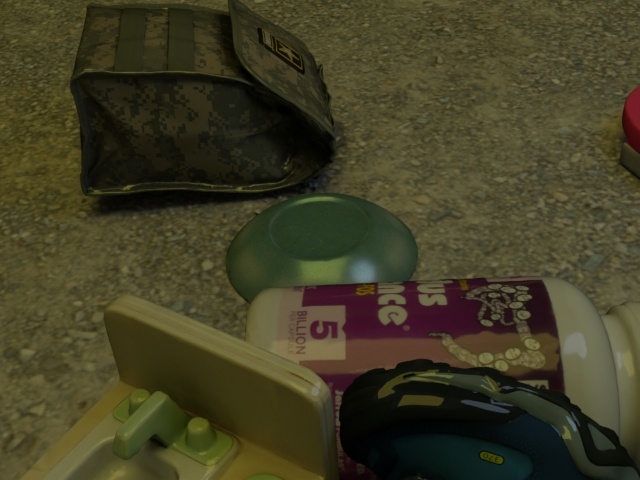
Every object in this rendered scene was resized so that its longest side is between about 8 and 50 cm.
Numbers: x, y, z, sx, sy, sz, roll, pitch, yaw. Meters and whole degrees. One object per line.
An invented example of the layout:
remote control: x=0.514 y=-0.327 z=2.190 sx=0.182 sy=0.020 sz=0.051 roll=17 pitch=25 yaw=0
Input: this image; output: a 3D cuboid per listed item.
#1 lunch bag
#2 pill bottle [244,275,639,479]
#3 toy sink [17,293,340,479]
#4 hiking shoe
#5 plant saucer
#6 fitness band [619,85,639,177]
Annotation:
lunch bag: x=-0.126 y=-0.170 z=1.016 sx=0.287 sy=0.169 sz=0.235 roll=-1 pitch=34 yaw=-8
pill bottle: x=0.104 y=0.109 z=0.628 sx=0.301 sy=0.169 sz=0.169 roll=-2 pitch=38 yaw=2
toy sink: x=-0.083 y=0.174 z=0.511 sx=0.152 sy=0.234 sz=0.131 roll=19 pitch=43 yaw=26
hiking shoe: x=0.130 y=0.182 z=0.477 sx=0.304 sy=0.113 sz=0.132 roll=37 pitch=45 yaw=-9
plant saucer: x=0.000 y=0.000 z=0.886 sx=0.195 sy=0.037 sz=0.195 roll=-2 pitch=39 yaw=2
fitness band: x=0.453 y=-0.096 z=0.950 sx=0.209 sy=0.054 sz=0.291 roll=-18 pitch=41 yaw=-17
